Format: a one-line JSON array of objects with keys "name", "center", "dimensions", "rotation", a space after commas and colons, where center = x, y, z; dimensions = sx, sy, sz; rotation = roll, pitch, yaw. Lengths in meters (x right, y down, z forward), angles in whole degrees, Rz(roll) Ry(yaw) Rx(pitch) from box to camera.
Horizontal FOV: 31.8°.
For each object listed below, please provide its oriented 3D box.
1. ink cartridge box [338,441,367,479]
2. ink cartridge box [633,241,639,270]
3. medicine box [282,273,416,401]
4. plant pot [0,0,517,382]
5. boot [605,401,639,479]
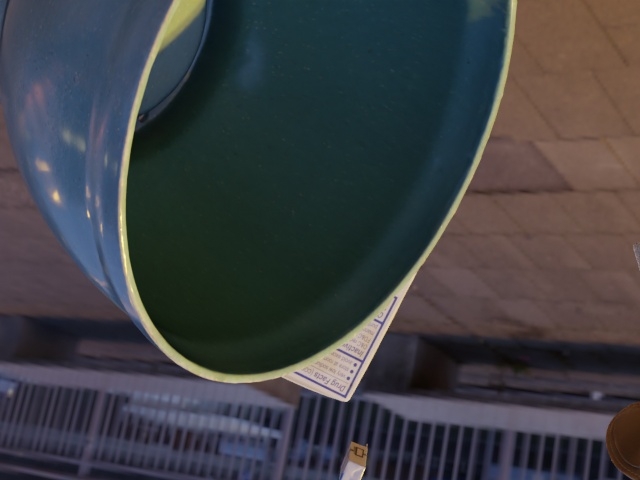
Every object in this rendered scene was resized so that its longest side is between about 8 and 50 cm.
[{"name": "ink cartridge box", "center": [0.049, 0.339, 1.696], "dimensions": [0.028, 0.048, 0.083], "rotation": [21, -164, -1]}, {"name": "ink cartridge box", "center": [0.394, 0.088, 1.180], "dimensions": [0.072, 0.127, 0.175], "rotation": [-18, 141, 17]}, {"name": "medicine box", "center": [0.000, 0.000, 1.278], "dimensions": [0.149, 0.289, 0.263], "rotation": [28, 179, -16]}, {"name": "plant pot", "center": [-0.057, -0.097, 0.614], "dimensions": [0.196, 0.293, 0.293], "rotation": [28, 175, 33]}, {"name": "boot", "center": [0.537, 0.355, 1.577], "dimensions": [0.220, 0.109, 0.283], "rotation": [42, 178, -24]}]
